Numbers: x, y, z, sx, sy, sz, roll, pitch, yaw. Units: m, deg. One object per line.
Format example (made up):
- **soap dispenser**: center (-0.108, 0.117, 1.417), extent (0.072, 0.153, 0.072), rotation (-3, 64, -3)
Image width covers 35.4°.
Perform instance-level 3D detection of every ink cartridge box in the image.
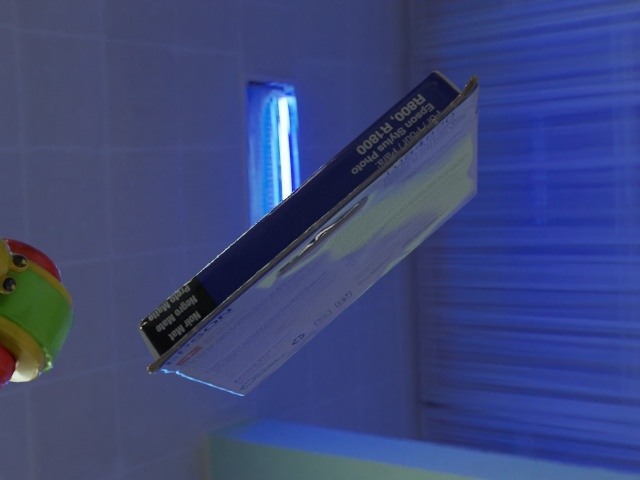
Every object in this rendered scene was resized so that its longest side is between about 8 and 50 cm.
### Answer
- **ink cartridge box**: center (0.000, 0.000, 0.593), extent (0.223, 0.045, 0.224), rotation (-41, -14, -2)

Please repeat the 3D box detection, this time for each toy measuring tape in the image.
- **toy measuring tape**: center (-0.273, 0.091, 0.846), extent (0.121, 0.330, 0.121), rotation (9, -122, -14)
